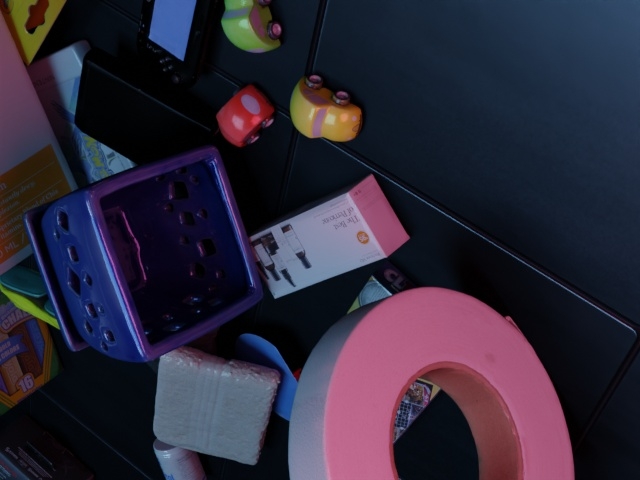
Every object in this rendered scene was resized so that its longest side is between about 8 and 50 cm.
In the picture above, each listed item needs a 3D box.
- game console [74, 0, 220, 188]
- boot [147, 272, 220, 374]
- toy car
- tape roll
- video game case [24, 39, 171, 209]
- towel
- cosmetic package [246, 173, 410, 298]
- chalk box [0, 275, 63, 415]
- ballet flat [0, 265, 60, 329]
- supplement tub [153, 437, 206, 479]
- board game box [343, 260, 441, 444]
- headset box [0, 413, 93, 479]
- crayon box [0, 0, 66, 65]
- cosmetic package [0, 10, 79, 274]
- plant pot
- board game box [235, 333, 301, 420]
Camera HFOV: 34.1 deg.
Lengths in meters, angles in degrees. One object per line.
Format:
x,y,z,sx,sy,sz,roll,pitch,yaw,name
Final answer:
-0.218,-0.244,1.394,0.213,0.044,0.361,30,132,10,game console
-0.293,0.079,1.663,0.338,0.118,0.223,25,137,10,boot
-0.075,-0.216,1.297,0.239,0.053,0.225,2,120,41,toy car
0.137,0.244,1.190,0.072,0.392,0.392,-25,100,48,tape roll
-0.387,-0.129,1.652,0.300,0.036,0.329,-8,113,45,video game case
-0.168,0.260,1.649,0.187,0.049,0.282,14,141,-2,towel
0.000,0.000,1.382,0.239,0.060,0.099,-24,103,48,cosmetic package
-0.649,0.160,1.991,0.180,0.179,0.289,13,126,36,chalk box
-0.419,0.104,1.656,0.231,0.077,0.077,19,138,33,ballet flat
-0.255,0.404,1.895,0.071,0.071,0.107,3,121,40,supplement tub
0.095,0.159,1.426,0.165,0.042,0.243,42,138,11,board game box
-0.616,0.536,2.282,0.218,0.110,0.293,37,137,17,headset box
-0.453,-0.429,1.459,0.318,0.081,0.202,52,139,-1,crayon box
-0.540,-0.177,1.510,0.161,0.230,0.453,17,136,42,cosmetic package
-0.250,0.019,1.404,0.212,0.236,0.236,-7,105,43,plant pot
-0.063,0.205,1.608,0.133,0.033,0.169,-16,108,57,board game box
